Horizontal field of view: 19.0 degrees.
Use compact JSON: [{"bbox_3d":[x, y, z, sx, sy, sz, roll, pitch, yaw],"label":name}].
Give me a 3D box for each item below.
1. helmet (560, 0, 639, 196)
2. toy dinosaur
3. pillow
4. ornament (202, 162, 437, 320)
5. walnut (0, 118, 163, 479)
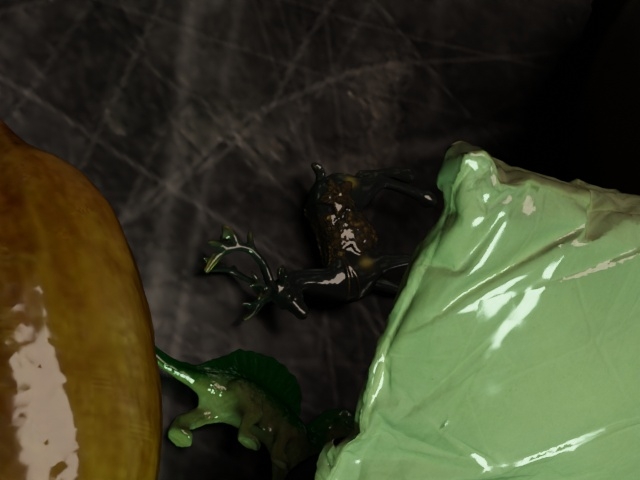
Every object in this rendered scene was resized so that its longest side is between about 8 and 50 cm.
[{"bbox_3d":[0.224,-0.032,0.843,0.225,0.177,0.305,-4,85,2],"label":"helmet"},{"bbox_3d":[-0.036,0.066,0.810,0.120,0.029,0.060,33,42,-8],"label":"toy dinosaur"},{"bbox_3d":[0.117,0.109,0.757,0.274,0.280,0.076,13,24,-23],"label":"pillow"},{"bbox_3d":[0.000,0.000,0.852,0.125,0.028,0.073,-4,73,-33],"label":"ornament"},{"bbox_3d":[-0.118,0.045,0.716,0.116,0.116,0.207,5,67,-28],"label":"walnut"}]
